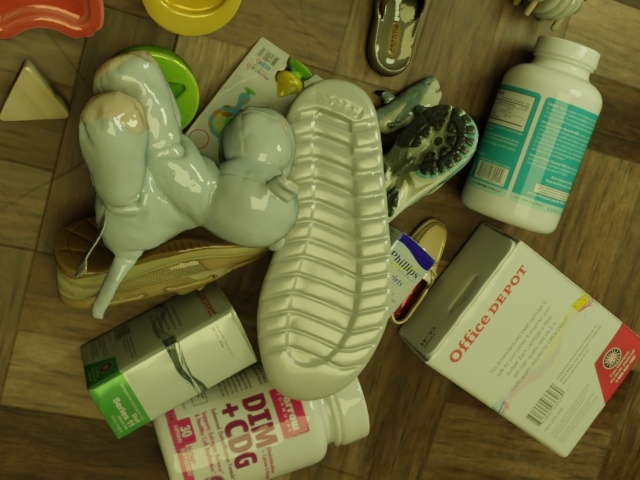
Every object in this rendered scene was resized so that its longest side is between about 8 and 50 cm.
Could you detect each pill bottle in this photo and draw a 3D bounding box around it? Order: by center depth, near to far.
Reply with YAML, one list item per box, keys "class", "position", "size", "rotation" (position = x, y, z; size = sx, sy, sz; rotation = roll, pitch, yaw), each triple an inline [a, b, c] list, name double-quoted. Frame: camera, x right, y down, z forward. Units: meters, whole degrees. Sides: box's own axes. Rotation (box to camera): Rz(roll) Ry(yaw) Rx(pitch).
- class: "pill bottle"
  position: [-0.086, 0.255, 1.310]
  size: [0.283, 0.160, 0.160]
  rotation: [-17, 109, -13]
- class: "pill bottle"
  position: [0.310, -0.152, 1.336]
  size: [0.146, 0.146, 0.264]
  rotation: [16, 99, -21]

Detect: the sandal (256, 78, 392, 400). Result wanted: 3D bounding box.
- class: "sandal"
  position: [0.015, 0.002, 1.226]
  size: [0.169, 0.102, 0.417]
  rotation: [8, 94, -1]

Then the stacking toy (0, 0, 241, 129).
- class: "stacking toy"
  position: [-0.270, -0.281, 1.167]
  size: [0.308, 0.130, 0.280]
  rotation: [5, 129, -16]

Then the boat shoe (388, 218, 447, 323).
- class: "boat shoe"
  position: [0.145, 0.051, 1.383]
  size: [0.063, 0.059, 0.170]
  rotation: [24, 96, -22]

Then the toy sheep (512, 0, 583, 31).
- class: "toy sheep"
  position: [0.324, -0.354, 1.321]
  size: [0.132, 0.091, 0.091]
  rotation: [14, 100, -39]

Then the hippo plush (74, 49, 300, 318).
- class: "hippo plush"
  position: [-0.140, -0.082, 1.074]
  size: [0.236, 0.234, 0.294]
  rotation: [4, 61, 0]

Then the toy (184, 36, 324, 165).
- class: "toy"
  position: [-0.093, -0.139, 1.252]
  size: [0.137, 0.056, 0.237]
  rotation: [35, 82, 2]

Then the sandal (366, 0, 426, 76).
- class: "sandal"
  position: [0.106, -0.332, 1.269]
  size: [0.089, 0.060, 0.220]
  rotation: [3, 103, -18]

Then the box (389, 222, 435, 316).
- class: "box"
  position: [0.076, 0.046, 1.324]
  size: [0.072, 0.126, 0.137]
  rotation: [40, 90, -22]

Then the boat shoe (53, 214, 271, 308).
- class: "boat shoe"
  position: [-0.185, 0.009, 1.250]
  size: [0.341, 0.122, 0.110]
  rotation: [-11, 143, -23]

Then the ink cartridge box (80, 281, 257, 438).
- class: "ink cartridge box"
  position: [-0.205, 0.151, 1.249]
  size: [0.208, 0.153, 0.087]
  rotation: [-29, 112, -8]

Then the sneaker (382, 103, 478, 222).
- class: "sneaker"
  position: [0.104, -0.074, 1.312]
  size: [0.283, 0.122, 0.110]
  rotation: [-31, 75, 13]

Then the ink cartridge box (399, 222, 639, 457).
- class: "ink cartridge box"
  position: [0.310, 0.152, 1.425]
  size: [0.306, 0.131, 0.226]
  rotation: [37, 92, -21]

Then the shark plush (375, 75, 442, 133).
- class: "shark plush"
  position: [0.097, -0.184, 1.325]
  size: [0.161, 0.073, 0.067]
  rotation: [-16, 84, 2]
